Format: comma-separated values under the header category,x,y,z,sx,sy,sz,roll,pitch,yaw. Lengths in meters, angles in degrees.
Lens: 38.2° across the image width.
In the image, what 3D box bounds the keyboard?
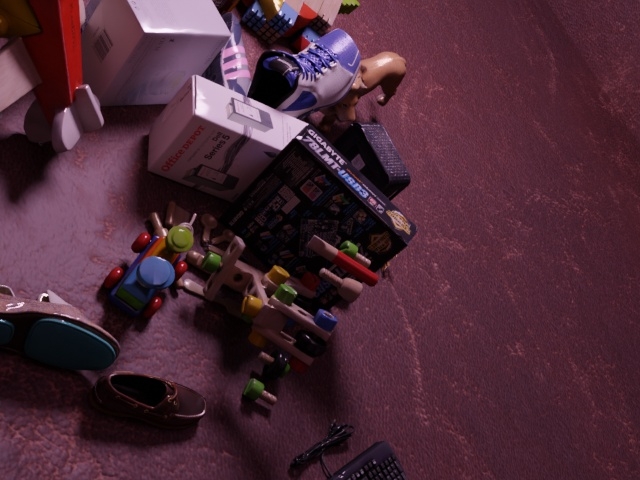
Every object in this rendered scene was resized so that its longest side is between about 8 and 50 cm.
category,x,y,z,sx,sy,sz,roll,pitch,yaw
keyboard,0.036,0.439,1.665,0.317,0.033,0.201,-23,75,-51

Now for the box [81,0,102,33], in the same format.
category,x,y,z,sx,sy,sz,roll,pitch,yaw
box,-0.416,-0.461,1.916,0.126,0.137,0.072,-7,65,-46

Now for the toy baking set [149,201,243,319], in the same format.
category,x,y,z,sx,sy,sz,roll,pitch,yaw
toy baking set,-0.221,0.033,1.767,0.197,0.030,0.256,3,57,-42

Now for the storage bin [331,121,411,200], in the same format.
category,x,y,z,sx,sy,sz,roll,pitch,yaw
storage bin,0.116,-0.179,2.183,0.084,0.122,0.180,-8,64,-46

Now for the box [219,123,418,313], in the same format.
category,x,y,z,sx,sy,sz,roll,pitch,yaw
box,-0.011,-0.031,1.805,0.293,0.295,0.073,42,41,-5

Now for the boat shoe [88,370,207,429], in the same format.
category,x,y,z,sx,sy,sz,roll,pitch,yaw
boat shoe,-0.269,0.258,1.502,0.207,0.073,0.073,15,48,-36

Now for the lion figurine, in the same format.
category,x,y,z,sx,sy,sz,roll,pitch,yaw
lion figurine,0.101,-0.382,2.216,0.142,0.240,0.392,50,51,0

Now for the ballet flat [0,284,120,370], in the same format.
category,x,y,z,sx,sy,sz,roll,pitch,yaw
ballet flat,-0.459,0.117,1.425,0.316,0.107,0.106,19,33,-32

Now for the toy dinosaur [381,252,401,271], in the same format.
category,x,y,z,sx,sy,sz,roll,pitch,yaw
toy dinosaur,0.122,0.005,2.083,0.112,0.064,0.211,37,40,-12

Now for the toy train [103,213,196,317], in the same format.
category,x,y,z,sx,sy,sz,roll,pitch,yaw
toy train,-0.263,0.011,1.619,0.105,0.143,0.248,40,56,-11

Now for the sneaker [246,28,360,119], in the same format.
category,x,y,z,sx,sy,sz,roll,pitch,yaw
sneaker,-0.040,-0.338,1.922,0.315,0.182,0.127,-43,76,-16

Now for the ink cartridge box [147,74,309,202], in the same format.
category,x,y,z,sx,sy,sz,roll,pitch,yaw
ink cartridge box,-0.183,-0.188,1.853,0.273,0.198,0.114,20,48,-30

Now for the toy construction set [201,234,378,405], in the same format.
category,x,y,z,sx,sy,sz,roll,pitch,yaw
toy construction set,-0.081,0.081,1.643,0.237,0.309,0.257,33,36,-18

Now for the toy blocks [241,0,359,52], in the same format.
category,x,y,z,sx,sy,sz,roll,pitch,yaw
toy blocks,-0.102,-0.616,2.329,0.381,0.191,0.261,37,51,-22

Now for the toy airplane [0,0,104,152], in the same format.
category,x,y,z,sx,sy,sz,roll,pitch,yaw
toy airplane,-0.508,-0.341,1.589,0.272,0.386,0.384,8,78,1

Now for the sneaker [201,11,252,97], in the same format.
category,x,y,z,sx,sy,sz,roll,pitch,yaw
sneaker,-0.203,-0.371,2.080,0.131,0.112,0.319,35,44,-39

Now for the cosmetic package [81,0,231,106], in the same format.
category,x,y,z,sx,sy,sz,roll,pitch,yaw
cosmetic package,-0.342,-0.389,1.855,0.225,0.224,0.138,-13,67,-47

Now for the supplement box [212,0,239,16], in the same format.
category,x,y,z,sx,sy,sz,roll,pitch,yaw
supplement box,-0.313,-0.606,2.140,0.194,0.129,0.191,-23,76,-50
